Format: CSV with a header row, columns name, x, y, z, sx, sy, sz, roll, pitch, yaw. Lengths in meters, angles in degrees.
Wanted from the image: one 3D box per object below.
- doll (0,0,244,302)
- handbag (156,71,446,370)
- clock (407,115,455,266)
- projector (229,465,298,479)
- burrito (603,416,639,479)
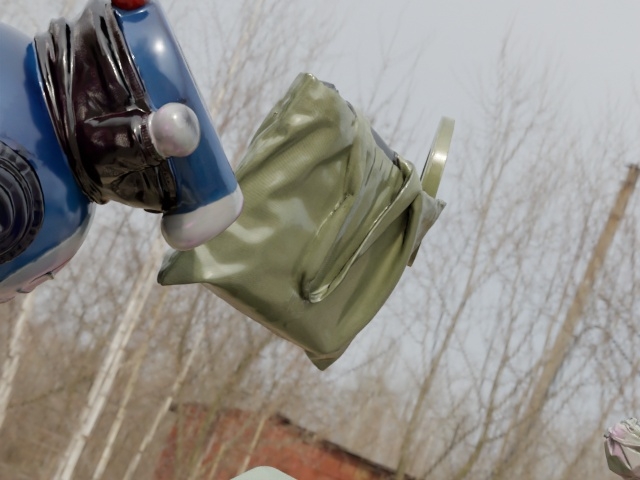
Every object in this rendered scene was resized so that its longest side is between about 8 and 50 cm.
name,x,y,z,sx,sy,sz,roll,pitch,yaw
doll,-0.243,-0.074,0.761,0.284,0.310,0.240,-117,-174,-61
handbag,0.000,-0.005,1.022,0.109,0.253,0.316,32,-3,41
clock,0.161,-0.074,1.478,0.029,0.235,0.235,18,-18,3
projector,-0.057,0.341,0.974,0.259,0.079,0.257,17,23,40
burrito,0.308,0.213,0.906,0.064,0.064,0.203,10,-22,34
